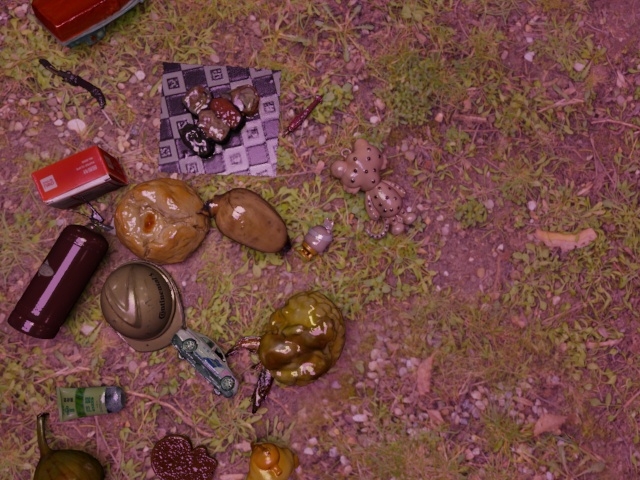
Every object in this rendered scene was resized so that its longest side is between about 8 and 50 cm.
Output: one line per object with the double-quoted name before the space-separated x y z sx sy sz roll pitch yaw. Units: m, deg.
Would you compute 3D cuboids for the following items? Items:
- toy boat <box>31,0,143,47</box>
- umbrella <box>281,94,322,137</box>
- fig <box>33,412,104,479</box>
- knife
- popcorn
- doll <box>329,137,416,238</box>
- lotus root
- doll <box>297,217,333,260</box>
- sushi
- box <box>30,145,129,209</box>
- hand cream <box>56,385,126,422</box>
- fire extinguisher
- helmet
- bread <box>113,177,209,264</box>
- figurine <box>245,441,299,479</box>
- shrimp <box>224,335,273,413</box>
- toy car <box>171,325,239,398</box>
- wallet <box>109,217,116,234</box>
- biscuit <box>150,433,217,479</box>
"toy boat" -0.591 -0.647 1.197 0.145 0.133 0.332 43 75 6
"umbrella" -0.051 -0.351 1.247 0.027 0.025 0.165 39 83 22
"fig" -0.662 0.554 1.094 0.151 0.151 0.259 -41 85 -5
"knife" -0.684 -0.446 1.223 0.222 0.021 0.045 36 88 -1
"popcorn" -0.040 0.244 1.093 0.237 0.251 0.206 -38 85 -18
"doll" 0.144 -0.139 1.205 0.154 0.119 0.278 -32 98 -4
"lotus root" -0.185 -0.053 1.158 0.257 0.154 0.140 32 88 -18
"doll" 0.000 0.000 1.207 0.127 0.073 0.084 -50 123 -1
"sushi" -0.284 -0.342 1.211 0.339 0.069 0.320 3 86 -3
"box" -0.617 -0.157 1.149 0.182 0.133 0.099 -25 89 -6
"hand cream" -0.601 0.422 1.152 0.175 0.046 0.095 -6 92 0
"fire extinguisher" -0.631 0.064 1.091 0.135 0.114 0.337 31 82 -15
"helmet" -0.473 0.170 1.131 0.204 0.137 0.257 -29 88 -4
"bread" -0.414 -0.055 1.149 0.244 0.134 0.244 0 88 -5
"figurine" -0.107 0.625 1.127 0.156 0.131 0.246 -24 85 -39
"shrimp" -0.194 0.351 1.181 0.148 0.035 0.195 18 78 -4
"toy car" -0.293 0.315 1.155 0.224 0.090 0.076 44 51 0
"wallet" -0.534 -0.028 1.205 0.083 0.011 0.044 21 85 -2
"biscuit" -0.361 0.583 1.163 0.175 0.026 0.124 21 86 -1
